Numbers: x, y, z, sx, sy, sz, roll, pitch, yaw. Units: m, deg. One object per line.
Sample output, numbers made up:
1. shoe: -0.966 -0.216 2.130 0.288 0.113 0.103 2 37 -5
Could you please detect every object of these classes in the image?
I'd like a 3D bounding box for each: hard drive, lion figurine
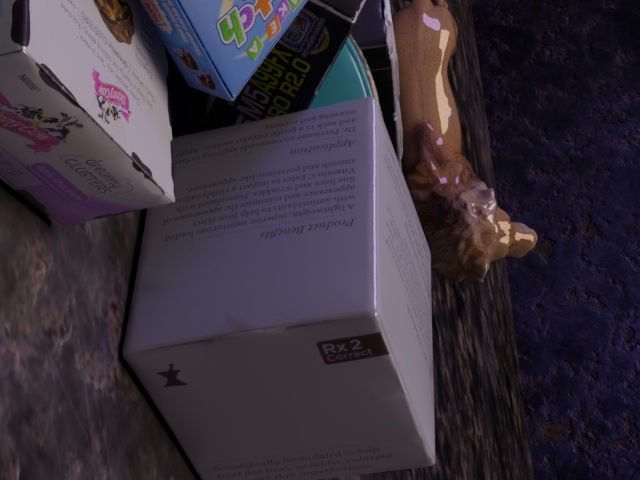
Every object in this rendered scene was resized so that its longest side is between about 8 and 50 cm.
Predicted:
1. hard drive: 0.034 -0.216 1.320 0.339 0.064 0.237 73 10 -71
2. lion figurine: 0.118 -0.138 1.517 0.240 0.142 0.392 76 -1 -84

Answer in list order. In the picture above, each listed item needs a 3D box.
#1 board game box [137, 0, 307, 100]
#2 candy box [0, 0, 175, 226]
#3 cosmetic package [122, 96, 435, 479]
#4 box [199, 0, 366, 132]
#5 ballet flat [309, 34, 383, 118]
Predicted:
1. board game box: -0.049 -0.196 0.671 0.160 0.039 0.211 -55 144 -21
2. candy box: -0.136 -0.129 0.671 0.165 0.070 0.196 53 29 -62
3. cosmetic package: -0.017 0.036 0.857 0.151 0.151 0.184 66 19 -44
4. box: 0.015 -0.198 0.940 0.270 0.060 0.216 -65 -176 -29
5. ballet flat: 0.000 0.000 1.079 0.123 0.123 0.349 14 65 -75
